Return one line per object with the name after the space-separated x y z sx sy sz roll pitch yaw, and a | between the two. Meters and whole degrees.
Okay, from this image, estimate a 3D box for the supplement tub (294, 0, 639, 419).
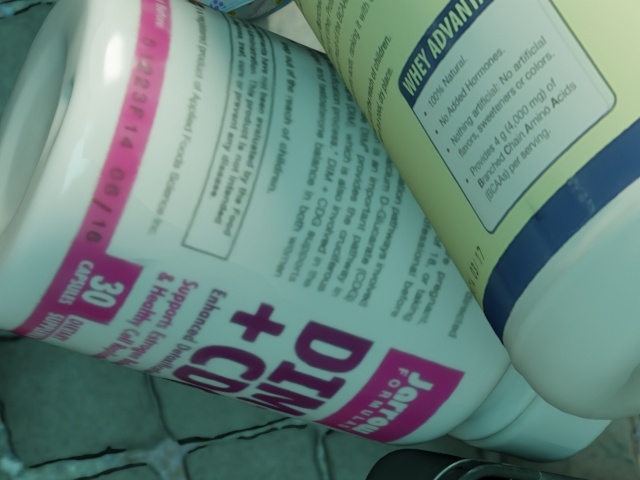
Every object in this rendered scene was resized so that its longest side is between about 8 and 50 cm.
0.104 -0.124 0.566 0.235 0.235 0.325 -31 70 3 | supplement tub

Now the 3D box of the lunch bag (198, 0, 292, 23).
-0.049 -0.146 0.780 0.083 0.053 0.071 -26 86 13 | lunch bag

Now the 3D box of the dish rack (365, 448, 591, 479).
0.070 0.232 0.710 0.208 0.074 0.271 17 92 -39 | dish rack

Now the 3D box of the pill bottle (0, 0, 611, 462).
0.000 0.000 0.683 0.283 0.160 0.160 19 91 -21 | pill bottle
